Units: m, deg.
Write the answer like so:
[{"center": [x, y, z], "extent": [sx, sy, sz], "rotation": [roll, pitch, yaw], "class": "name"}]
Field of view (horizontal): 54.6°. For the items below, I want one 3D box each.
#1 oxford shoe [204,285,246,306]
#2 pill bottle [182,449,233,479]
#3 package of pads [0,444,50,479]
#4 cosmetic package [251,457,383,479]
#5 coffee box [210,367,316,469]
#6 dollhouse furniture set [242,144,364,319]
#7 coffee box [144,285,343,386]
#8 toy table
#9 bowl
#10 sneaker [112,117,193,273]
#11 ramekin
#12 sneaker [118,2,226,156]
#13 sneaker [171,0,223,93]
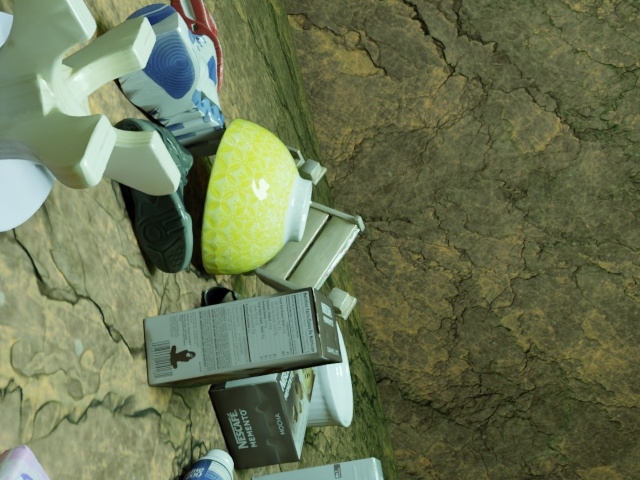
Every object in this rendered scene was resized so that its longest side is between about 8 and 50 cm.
[{"center": [-0.131, 0.139, 1.026], "extent": [0.227, 0.083, 0.096], "rotation": [22, -31, 46], "class": "oxford shoe"}, {"center": [-0.161, 0.346, 0.866], "extent": [0.120, 0.067, 0.067], "rotation": [-59, 137, -76], "class": "pill bottle"}, {"center": [-0.265, 0.222, 0.524], "extent": [0.083, 0.032, 0.050], "rotation": [-84, 158, -60], "class": "package of pads"}, {"center": [0.001, 0.482, 1.139], "extent": [0.107, 0.238, 0.127], "rotation": [64, 14, -64], "class": "cosmetic package"}, {"center": [-0.095, 0.267, 1.178], "extent": [0.297, 0.119, 0.168], "rotation": [-72, 150, -71], "class": "coffee box"}, {"center": [0.000, 0.000, 1.311], "extent": [0.303, 0.356, 0.174], "rotation": [-55, 148, -19], "class": "dollhouse furniture set"}, {"center": [-0.105, 0.144, 0.889], "extent": [0.141, 0.247, 0.098], "rotation": [48, 32, -72], "class": "coffee box"}, {"center": [-0.259, -0.134, 0.600], "extent": [0.252, 0.161, 0.274], "rotation": [64, 18, -55], "class": "toy table"}, {"center": [-0.102, -0.066, 1.135], "extent": [0.289, 0.156, 0.289], "rotation": [11, 90, -88], "class": "bowl"}, {"center": [-0.227, -0.069, 0.923], "extent": [0.130, 0.087, 0.227], "rotation": [-36, 109, -72], "class": "sneaker"}, {"center": [-0.017, 0.323, 1.514], "extent": [0.277, 0.135, 0.277], "rotation": [-12, 90, -80], "class": "ramekin"}, {"center": [-0.245, -0.290, 1.032], "extent": [0.315, 0.127, 0.182], "rotation": [73, 5, -66], "class": "sneaker"}, {"center": [-0.232, -0.400, 1.290], "extent": [0.128, 0.087, 0.221], "rotation": [-12, 91, -79], "class": "sneaker"}]
